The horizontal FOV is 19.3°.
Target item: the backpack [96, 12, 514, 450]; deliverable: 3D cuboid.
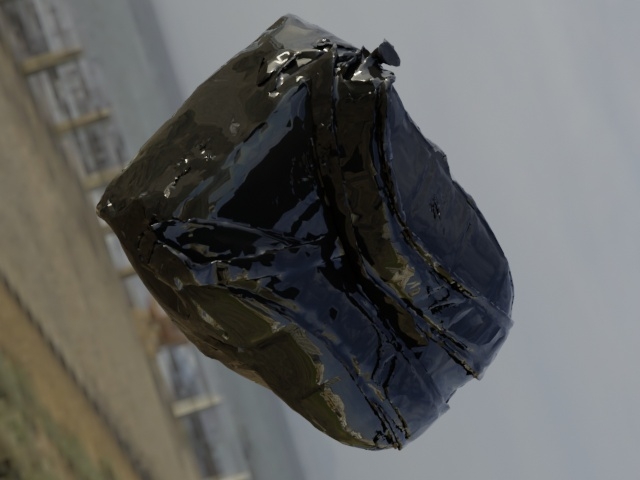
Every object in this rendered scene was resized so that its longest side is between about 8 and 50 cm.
[{"bbox_3d":[-0.002,0.003,0.712,0.106,0.120,0.165,40,-13,48],"label":"backpack"}]
